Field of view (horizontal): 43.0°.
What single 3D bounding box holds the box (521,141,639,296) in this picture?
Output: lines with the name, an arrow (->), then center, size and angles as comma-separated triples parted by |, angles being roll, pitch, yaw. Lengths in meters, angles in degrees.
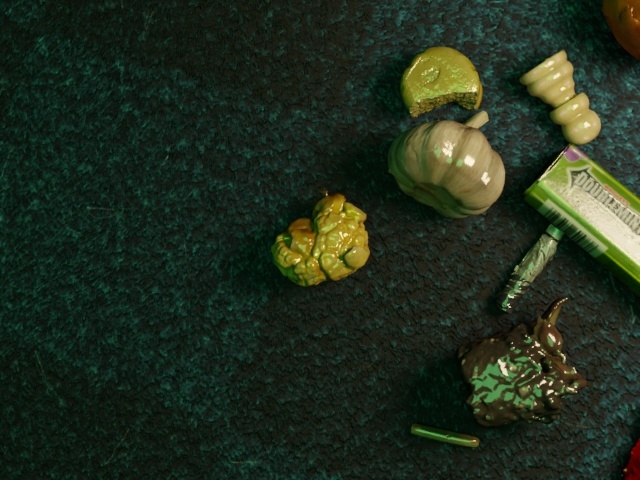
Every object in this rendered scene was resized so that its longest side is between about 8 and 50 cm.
box -> 0.534, -0.021, 1.457 | 0.345, 0.097, 0.134 | 42, 81, 8

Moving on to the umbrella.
umbrella -> 0.392, 0.053, 1.527 | 0.046, 0.050, 0.188 | 37, 100, 29

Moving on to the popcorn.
popcorn -> 0.013, 0.013, 1.562 | 0.194, 0.140, 0.163 | -46, 74, 0

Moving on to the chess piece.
chess piece -> 0.444, -0.251, 1.486 | 0.094, 0.094, 0.170 | -31, 92, 11

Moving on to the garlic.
garlic -> 0.246, -0.165, 1.495 | 0.219, 0.218, 0.212 | 25, 68, 10

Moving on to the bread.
bread -> 0.223, -0.302, 1.529 | 0.156, 0.086, 0.125 | -7, 84, 9

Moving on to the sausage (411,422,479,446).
sausage -> 0.242, 0.379, 1.578 | 0.132, 0.024, 0.024 | 10, 94, 13

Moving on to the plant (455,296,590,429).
plant -> 0.363, 0.240, 1.474 | 0.234, 0.178, 0.204 | -18, 77, 1

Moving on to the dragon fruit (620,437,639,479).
dragon fruit -> 0.674, 0.464, 1.446 | 0.282, 0.100, 0.343 | 15, 99, 2

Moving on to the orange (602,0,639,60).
orange -> 0.602, -0.413, 1.362 | 0.246, 0.246, 0.246 | 0, 92, 12
